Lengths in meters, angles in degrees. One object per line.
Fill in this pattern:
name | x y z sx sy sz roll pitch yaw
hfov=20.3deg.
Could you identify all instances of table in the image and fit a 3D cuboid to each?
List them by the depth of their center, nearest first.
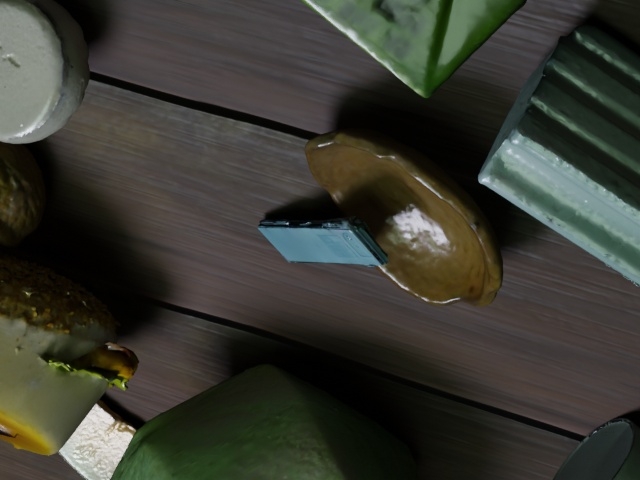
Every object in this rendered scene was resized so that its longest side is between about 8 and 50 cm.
table | 0.332 0.283 1.691 0.220 0.126 0.126 40 138 -10

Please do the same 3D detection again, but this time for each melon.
melon | -0.270 0.202 2.005 0.182 0.054 0.098 39 132 -11

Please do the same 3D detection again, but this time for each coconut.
coconut | -0.050 0.285 1.802 0.328 0.328 0.281 52 175 -23

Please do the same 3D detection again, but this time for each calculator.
calculator | 0.000 0.000 1.635 0.057 0.018 0.172 51 156 -20

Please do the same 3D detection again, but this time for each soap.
soap | 0.264 -0.042 1.391 0.261 0.150 0.094 33 144 -4

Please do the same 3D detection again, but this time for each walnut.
walnut | -0.320 -0.047 1.748 0.105 0.105 0.124 -6 121 34

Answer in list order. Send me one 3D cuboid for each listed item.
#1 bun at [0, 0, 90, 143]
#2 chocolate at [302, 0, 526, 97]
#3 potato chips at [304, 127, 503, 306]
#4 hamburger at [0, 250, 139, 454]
bun | -0.262 -0.157 1.616 0.138 0.094 0.138 1 93 25
chocolate | 0.056 -0.302 1.205 0.301 0.137 0.289 38 117 -11
potato chips | 0.081 -0.030 1.559 0.208 0.062 0.195 36 156 13
hamburger | -0.341 0.097 1.813 0.294 0.179 0.276 26 165 -22
